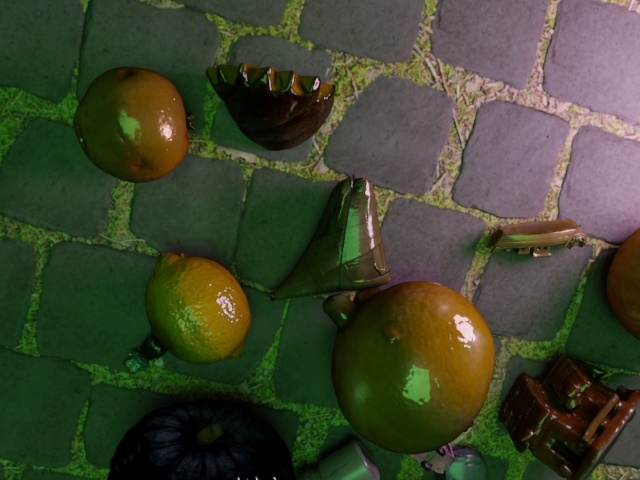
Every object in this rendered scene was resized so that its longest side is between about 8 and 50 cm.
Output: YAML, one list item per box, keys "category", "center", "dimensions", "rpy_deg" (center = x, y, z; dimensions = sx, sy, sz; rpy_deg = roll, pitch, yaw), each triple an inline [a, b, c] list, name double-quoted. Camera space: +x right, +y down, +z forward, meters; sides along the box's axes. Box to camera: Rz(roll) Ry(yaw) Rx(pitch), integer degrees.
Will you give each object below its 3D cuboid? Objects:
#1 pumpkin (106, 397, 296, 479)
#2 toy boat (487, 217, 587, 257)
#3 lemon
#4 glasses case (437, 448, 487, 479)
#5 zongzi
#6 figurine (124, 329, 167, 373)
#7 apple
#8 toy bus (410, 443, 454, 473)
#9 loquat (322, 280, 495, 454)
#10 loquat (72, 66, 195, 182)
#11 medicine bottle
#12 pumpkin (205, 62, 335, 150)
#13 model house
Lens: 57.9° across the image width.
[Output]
- category: "pumpkin"
  center: [-0.226, 0.469, 1.095]
  dimensions: [0.363, 0.363, 0.266]
  rpy_deg: [12, 107, -7]
- category: "toy boat"
  center: [0.454, 0.001, 1.213]
  dimensions: [0.205, 0.064, 0.072]
  rpy_deg: [-5, 119, -2]
- category: "lemon"
  center: [-0.237, 0.133, 1.119]
  dimensions: [0.188, 0.188, 0.257]
  rpy_deg: [-37, 98, 3]
- category: "glasses case"
  center: [0.322, 0.606, 1.311]
  dimensions: [0.109, 0.067, 0.283]
  rpy_deg: [-4, 102, -9]
- category: "zongzi"
  center: [0.000, 0.000, 1.158]
  dimensions: [0.255, 0.115, 0.228]
  rpy_deg: [-10, 99, 7]
- category: "figurine"
  center: [-0.362, 0.230, 1.199]
  dimensions: [0.106, 0.047, 0.060]
  rpy_deg: [-39, 71, 11]
- category: "apple"
  center: [0.746, 0.093, 1.148]
  dimensions: [0.298, 0.275, 0.299]
  rpy_deg: [-2, 106, -7]
- category: "toy bus"
  center: [0.196, 0.423, 1.254]
  dimensions: [0.203, 0.090, 0.063]
  rpy_deg: [34, 107, -11]
- category: "loquat"
  center: [0.154, 0.219, 1.098]
  dimensions: [0.359, 0.328, 0.328]
  rpy_deg: [39, 96, -2]
- category: "loquat"
  center: [-0.334, -0.209, 1.042]
  dimensions: [0.207, 0.208, 0.208]
  rpy_deg: [-1, 101, -4]
- category: "medicine bottle"
  center: [0.035, 0.517, 1.253]
  dimensions: [0.168, 0.105, 0.105]
  rpy_deg: [-34, 101, 2]
- category: "pumpkin"
  center: [-0.097, -0.244, 1.086]
  dimensions: [0.253, 0.130, 0.149]
  rpy_deg: [6, 100, -7]
- category: "model house"
  center: [0.513, 0.359, 1.222]
  dimensions: [0.229, 0.219, 0.200]
  rpy_deg: [29, 111, 35]
